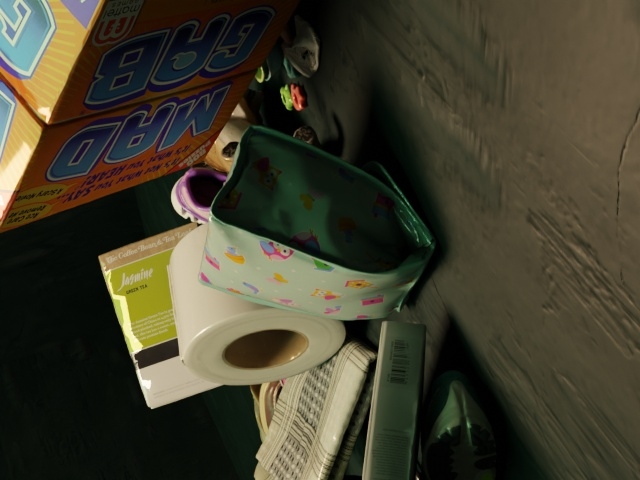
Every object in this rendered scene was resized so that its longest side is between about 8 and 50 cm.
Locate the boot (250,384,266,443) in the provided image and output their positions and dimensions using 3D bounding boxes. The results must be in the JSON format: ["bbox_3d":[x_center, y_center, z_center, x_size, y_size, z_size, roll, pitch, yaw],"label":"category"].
[{"bbox_3d":[-0.101,0.431,2.451,0.213,0.077,0.165,-119,18,-52],"label":"boot"}]

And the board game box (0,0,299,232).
[{"bbox_3d":[-0.293,-0.292,1.270,0.356,0.356,0.356,47,129,14],"label":"board game box"}]

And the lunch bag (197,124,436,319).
[{"bbox_3d":[0.000,0.000,1.299,0.223,0.262,0.160,111,178,-65],"label":"lunch bag"}]

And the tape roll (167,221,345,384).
[{"bbox_3d":[-0.096,0.090,1.613,0.246,0.246,0.169,95,164,-58],"label":"tape roll"}]

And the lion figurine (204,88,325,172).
[{"bbox_3d":[-0.087,-0.123,1.575,0.392,0.142,0.240,51,177,39],"label":"lion figurine"}]

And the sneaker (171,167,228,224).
[{"bbox_3d":[-0.125,-0.049,1.686,0.236,0.095,0.104,23,161,3],"label":"sneaker"}]

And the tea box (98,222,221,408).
[{"bbox_3d":[-0.265,0.144,2.232,0.329,0.220,0.324,10,-118,-83],"label":"tea box"}]

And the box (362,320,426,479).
[{"bbox_3d":[0.089,0.273,1.317,0.322,0.058,0.232,82,-165,-57],"label":"box"}]

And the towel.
[{"bbox_3d":[-0.021,0.286,1.698,0.324,0.056,0.312,-71,21,5],"label":"towel"}]

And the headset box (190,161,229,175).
[{"bbox_3d":[-0.122,-0.003,1.912,0.293,0.110,0.218,-130,25,-55],"label":"headset box"}]

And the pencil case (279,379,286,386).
[{"bbox_3d":[-0.017,0.294,1.926,0.095,0.098,0.209,-147,40,-67],"label":"pencil case"}]

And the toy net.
[{"bbox_3d":[-0.047,-0.237,1.474,0.232,0.045,0.122,-174,66,-74],"label":"toy net"}]

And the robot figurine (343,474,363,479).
[{"bbox_3d":[0.067,0.474,1.712,0.278,0.209,0.174,-161,85,-73],"label":"robot figurine"}]

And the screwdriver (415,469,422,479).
[{"bbox_3d":[0.131,0.310,1.580,0.024,0.025,0.170,99,158,-62],"label":"screwdriver"}]

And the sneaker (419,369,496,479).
[{"bbox_3d":[0.163,0.269,1.294,0.110,0.107,0.275,-96,5,-48],"label":"sneaker"}]

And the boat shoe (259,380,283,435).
[{"bbox_3d":[-0.016,0.401,2.050,0.123,0.123,0.342,16,125,56],"label":"boat shoe"}]
